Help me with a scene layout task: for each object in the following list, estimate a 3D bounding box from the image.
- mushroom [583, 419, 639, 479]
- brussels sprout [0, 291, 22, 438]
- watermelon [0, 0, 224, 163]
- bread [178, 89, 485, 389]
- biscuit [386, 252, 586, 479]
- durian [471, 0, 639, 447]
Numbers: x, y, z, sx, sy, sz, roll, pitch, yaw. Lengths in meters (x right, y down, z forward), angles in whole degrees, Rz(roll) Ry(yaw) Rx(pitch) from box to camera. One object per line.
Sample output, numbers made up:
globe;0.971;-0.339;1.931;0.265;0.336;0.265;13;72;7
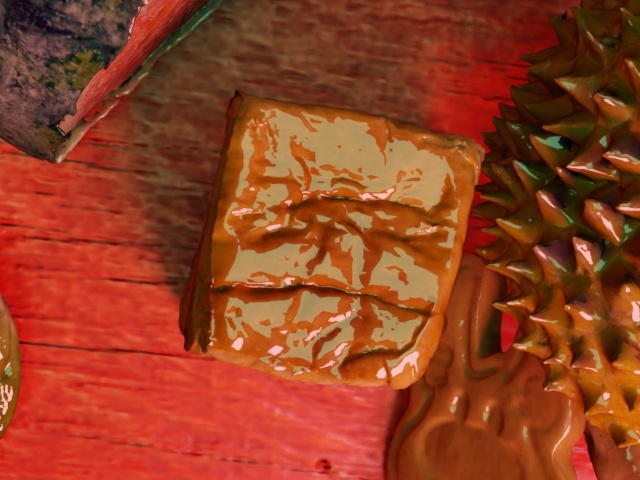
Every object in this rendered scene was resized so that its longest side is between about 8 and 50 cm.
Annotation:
mushroom;0.276;0.080;0.710;0.278;0.146;0.278;2;75;-7
brussels sprout;-0.240;0.065;0.679;0.139;0.100;0.181;6;94;-17
watermelon;-0.083;-0.164;0.631;0.148;0.226;0.318;41;120;21
bread;0.000;0.000;0.668;0.149;0.158;0.143;11;94;-2
biscuit;0.094;0.127;0.704;0.040;0.144;0.236;9;93;-34
durian;0.167;-0.029;0.607;0.154;0.260;0.186;-8;131;-21
